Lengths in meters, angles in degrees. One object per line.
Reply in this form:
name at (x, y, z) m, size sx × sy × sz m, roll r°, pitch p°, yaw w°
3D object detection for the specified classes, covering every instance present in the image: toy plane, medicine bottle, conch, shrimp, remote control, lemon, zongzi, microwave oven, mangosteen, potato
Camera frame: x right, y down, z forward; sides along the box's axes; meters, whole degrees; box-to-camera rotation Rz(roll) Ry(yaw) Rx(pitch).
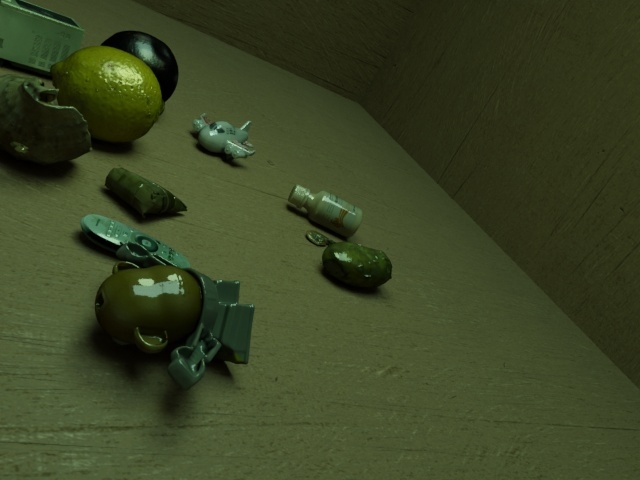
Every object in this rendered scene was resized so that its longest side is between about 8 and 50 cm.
toy plane at (-0.334, -0.367, 2.044) m, size 0.252 × 0.118 × 0.252 m, roll 24°, pitch 26°, yaw -13°
medicine bottle at (0.014, -0.108, 1.966) m, size 0.252 × 0.114 × 0.114 m, roll 25°, pitch 24°, yaw -14°
conch at (-0.659, -0.266, 1.347) m, size 0.263 × 0.186 × 0.324 m, roll 33°, pitch -6°, yaw -31°
shrimp at (0.000, 0.000, 1.855) m, size 0.108 × 0.023 × 0.059 m, roll 25°, pitch 34°, yaw -17°
remote control at (-0.408, 0.015, 1.286) m, size 0.256 × 0.045 × 0.097 m, roll 27°, pitch 25°, yaw -20°
lemon at (-0.594, -0.407, 1.618) m, size 0.310 × 0.258 × 0.258 m, roll 18°, pitch 27°, yaw -36°
zongzi at (-0.444, -0.125, 1.486) m, size 0.160 × 0.078 × 0.176 m, roll 38°, pitch 14°, yaw 13°
microwave oven at (-0.878, -0.616, 1.761) m, size 0.240 × 0.194 × 0.145 m, roll 7°, pitch 29°, yaw -45°
mangosteen at (-0.600, -0.525, 1.901) m, size 0.275 × 0.275 × 0.302 m, roll 8°, pitch 69°, yaw -44°
potato at (0.106, 0.074, 1.735) m, size 0.251 × 0.113 × 0.149 m, roll 6°, pitch 42°, yaw -32°

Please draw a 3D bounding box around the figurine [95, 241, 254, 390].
figurine at (-0.276, 0.127, 1.077) m, size 0.342 × 0.167 × 0.285 m, roll 25°, pitch 5°, yaw 41°
